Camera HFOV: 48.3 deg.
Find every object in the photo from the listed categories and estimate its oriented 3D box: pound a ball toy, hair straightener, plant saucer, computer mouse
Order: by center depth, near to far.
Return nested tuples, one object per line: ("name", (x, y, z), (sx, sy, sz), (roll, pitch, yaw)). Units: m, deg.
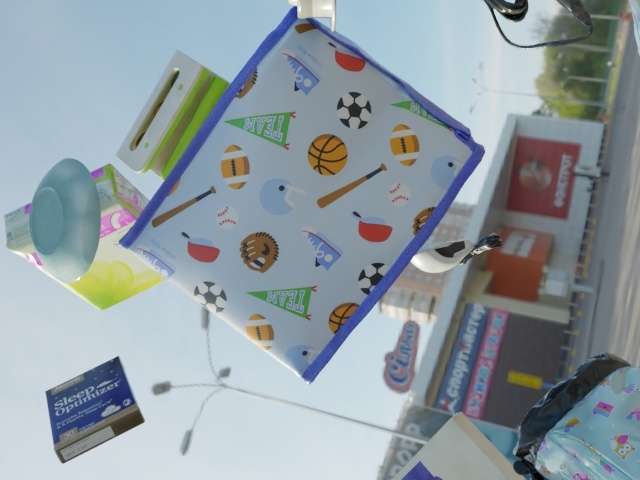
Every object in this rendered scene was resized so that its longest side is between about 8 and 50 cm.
("hair straightener", (0.142, -0.247, 0.620), (0.047, 0.230, 0.089), (-38, -10, -35))
("plant saucer", (-0.403, -0.030, 1.094), (0.037, 0.195, 0.195), (-1, -78, -48))
("computer mouse", (0.221, 0.027, 1.199), (0.193, 0.106, 0.042), (-9, -103, -43))
("pound a ball toy", (-0.324, -0.246, 1.628), (0.319, 0.136, 0.208), (-58, -32, 8))

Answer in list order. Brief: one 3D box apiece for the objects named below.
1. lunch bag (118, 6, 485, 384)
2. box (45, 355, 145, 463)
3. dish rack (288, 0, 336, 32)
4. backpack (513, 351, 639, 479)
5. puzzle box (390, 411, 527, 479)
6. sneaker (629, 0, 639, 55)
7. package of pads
("lunch bag", (-0.015, -0.069, 0.975), (0.385, 0.328, 0.239), (-54, 4, 15))
("box", (-0.380, 0.265, 1.185), (0.136, 0.225, 0.036), (-26, -65, -16))
("dish rack", (-0.017, -0.415, 0.787), (0.285, 0.072, 0.333), (-93, 2, -64))
("backpack", (0.274, 0.188, 0.604), (0.152, 0.182, 0.115), (-36, -44, -17))
("puzzle box", (0.287, 0.525, 1.190), (0.052, 0.409, 0.272), (-6, -42, -56))
("sneaker", (0.250, -0.133, 0.494), (0.061, 0.054, 0.152), (45, -158, -30))
("package of pads", (-0.403, 0.001, 1.350), (0.296, 0.229, 0.101), (57, -170, -57))
